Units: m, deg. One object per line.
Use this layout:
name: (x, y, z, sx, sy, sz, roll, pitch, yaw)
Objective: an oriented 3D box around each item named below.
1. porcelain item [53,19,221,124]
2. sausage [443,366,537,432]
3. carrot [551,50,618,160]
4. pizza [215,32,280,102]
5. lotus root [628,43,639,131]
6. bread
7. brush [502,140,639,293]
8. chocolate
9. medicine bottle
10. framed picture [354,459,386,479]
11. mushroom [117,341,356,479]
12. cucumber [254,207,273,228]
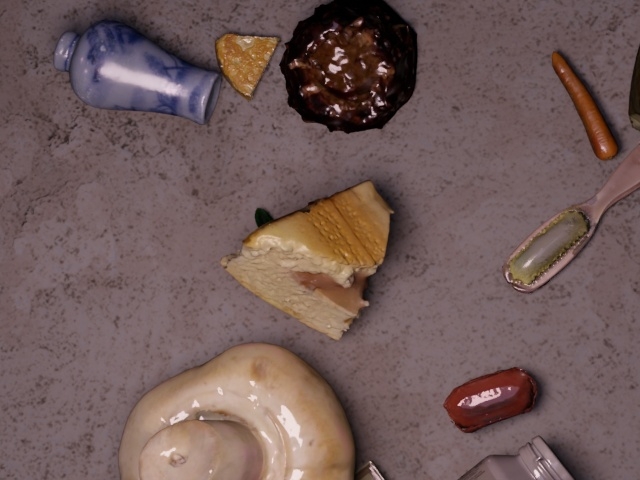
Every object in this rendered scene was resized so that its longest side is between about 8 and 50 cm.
porcelain item: (-0.292, -0.262, 1.815, 0.259, 0.141, 0.141, 20, 88, 2)
sausage: (0.254, 0.236, 1.703, 0.141, 0.076, 0.076, -23, 81, 9)
carrot: (0.400, -0.207, 1.740, 0.037, 0.037, 0.190, -25, 77, 6)
pizza: (-0.108, -0.290, 1.835, 0.109, 0.026, 0.123, -28, 78, 3)
lotus root: (0.587, -0.301, 1.620, 0.250, 0.250, 0.346, 21, 87, 11)
bread: (-0.008, -0.009, 1.703, 0.224, 0.183, 0.211, 25, 57, -13)
brush: (0.400, -0.040, 1.709, 0.313, 0.067, 0.072, -42, 79, 2)
chocolate: (0.036, -0.276, 1.735, 0.224, 0.177, 0.206, -44, 79, 5)
medicine bottle: (0.262, 0.383, 1.655, 0.215, 0.135, 0.135, -39, 80, 4)
framed picture: (0.038, 0.466, 1.731, 0.231, 0.010, 0.173, -38, 78, 13)
mushroom: (-0.131, 0.304, 1.660, 0.353, 0.353, 0.325, 12, 53, 10)
cucumber: (-0.055, 0.028, 1.794, 0.036, 0.033, 0.184, -39, 79, 30)
